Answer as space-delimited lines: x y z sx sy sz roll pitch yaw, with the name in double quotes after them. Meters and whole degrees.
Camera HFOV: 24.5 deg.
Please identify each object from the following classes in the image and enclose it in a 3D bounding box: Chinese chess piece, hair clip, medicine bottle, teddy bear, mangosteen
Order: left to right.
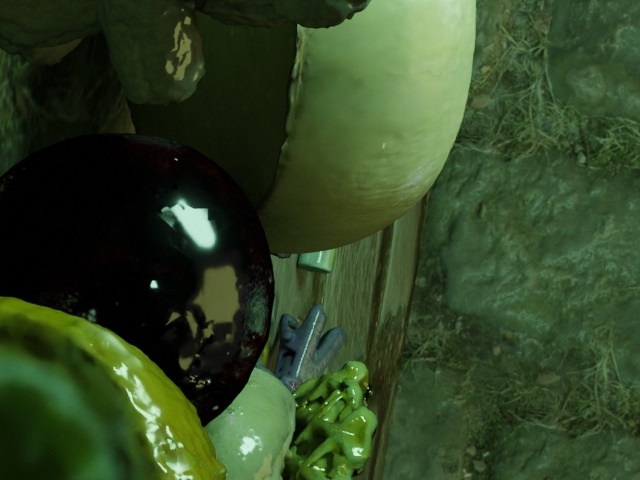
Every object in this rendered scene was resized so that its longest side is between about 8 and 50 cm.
-0.141 0.028 0.955 0.250 0.211 0.211 -146 -116 -72 "mangosteen"
-0.082 -0.190 0.808 0.151 0.267 0.235 53 33 -70 "teddy bear"
-0.029 -0.158 1.038 0.338 0.141 0.338 18 -70 62 "Chinese chess piece"
-0.040 0.184 1.817 0.137 0.090 0.278 49 37 -31 "hair clip"
0.000 0.000 1.963 0.047 0.047 0.083 56 46 -74 "medicine bottle"

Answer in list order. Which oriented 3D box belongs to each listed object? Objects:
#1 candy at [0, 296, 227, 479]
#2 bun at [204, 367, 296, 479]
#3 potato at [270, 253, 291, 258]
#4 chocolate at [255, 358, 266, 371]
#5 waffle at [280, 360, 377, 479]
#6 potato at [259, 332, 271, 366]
-0.168 0.152 0.715 0.118 0.260 0.259 59 42 -72 "candy"
-0.113 0.215 1.328 0.239 0.141 0.239 -62 -172 15 "bun"
-0.064 -0.063 1.464 0.138 0.098 0.243 -64 167 -45 "potato"
-0.098 0.139 1.539 0.167 0.072 0.072 58 44 -71 "chocolate"
-0.062 0.263 1.504 0.317 0.073 0.297 -36 -159 35 "waffle"
-0.080 0.125 1.680 0.046 0.045 0.092 91 11 -45 "potato"
